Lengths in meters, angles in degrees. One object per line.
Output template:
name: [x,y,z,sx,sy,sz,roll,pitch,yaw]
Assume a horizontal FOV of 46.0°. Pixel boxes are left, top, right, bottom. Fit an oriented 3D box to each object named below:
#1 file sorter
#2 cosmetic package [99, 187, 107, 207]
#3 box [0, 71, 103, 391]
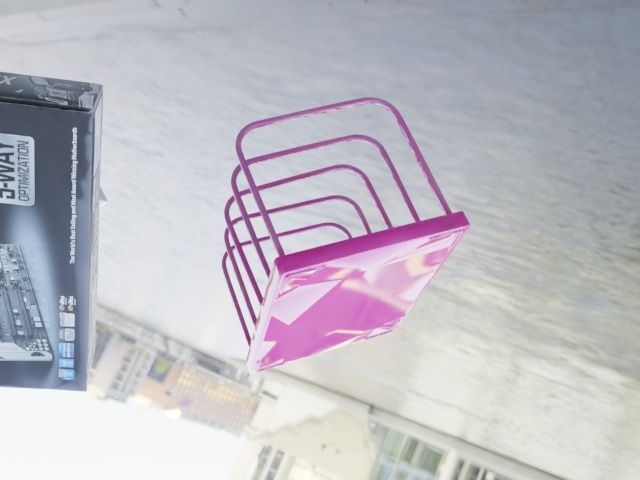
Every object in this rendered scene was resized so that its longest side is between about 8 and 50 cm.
file sorter: [0.000,0.000,0.872,0.202,0.182,0.290,-14,156,-18]
cosmetic package: [-0.590,-0.036,1.324,0.155,0.365,0.197,59,-170,12]
box: [-0.331,-0.005,0.694,0.242,0.307,0.076,6,-150,-11]
